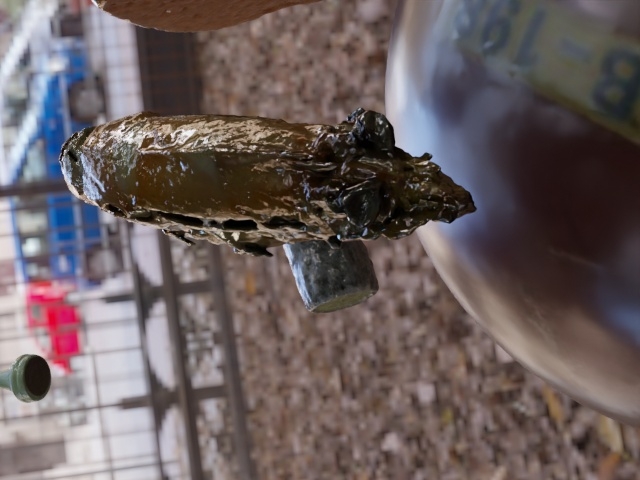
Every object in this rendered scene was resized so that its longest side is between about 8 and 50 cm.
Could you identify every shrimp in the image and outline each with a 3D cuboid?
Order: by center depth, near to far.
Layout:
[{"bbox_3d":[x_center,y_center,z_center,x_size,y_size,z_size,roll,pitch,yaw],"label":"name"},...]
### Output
[{"bbox_3d":[-0.018,-0.019,0.505,0.184,0.091,0.043,1,73,56],"label":"shrimp"}]

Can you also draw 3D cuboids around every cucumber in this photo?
[{"bbox_3d":[0.001,0.002,1.259,0.064,0.064,0.112,109,140,-67],"label":"cucumber"}]

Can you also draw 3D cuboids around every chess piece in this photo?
[{"bbox_3d":[-0.280,0.120,1.348,0.042,0.093,0.042,23,-116,-60],"label":"chess piece"}]

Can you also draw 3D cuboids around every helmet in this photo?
[{"bbox_3d":[0.155,-0.040,0.721,0.385,0.337,0.230,36,98,37],"label":"helmet"}]

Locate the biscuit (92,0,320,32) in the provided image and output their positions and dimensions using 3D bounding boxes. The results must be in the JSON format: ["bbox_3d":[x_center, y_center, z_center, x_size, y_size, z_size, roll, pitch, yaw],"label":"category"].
[{"bbox_3d":[0.037,-0.263,1.177,0.350,0.455,0.078,110,140,-77],"label":"biscuit"}]
